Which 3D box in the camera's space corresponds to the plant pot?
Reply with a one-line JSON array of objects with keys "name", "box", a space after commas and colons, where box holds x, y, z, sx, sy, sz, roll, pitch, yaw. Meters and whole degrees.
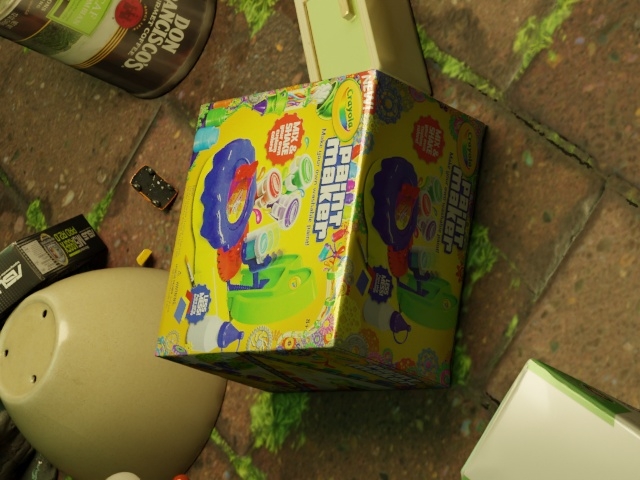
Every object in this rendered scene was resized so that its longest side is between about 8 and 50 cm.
[{"name": "plant pot", "box": [-0.271, 0.150, 2.065, 0.284, 0.191, 0.284, -22, 58, 40]}]

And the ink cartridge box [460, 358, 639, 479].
[{"name": "ink cartridge box", "box": [0.279, 0.218, 1.353, 0.201, 0.278, 0.117, 35, 97, 50]}]

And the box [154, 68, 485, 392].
[{"name": "box", "box": [0.000, 0.000, 1.842, 0.279, 0.177, 0.289, -7, 68, 45]}]

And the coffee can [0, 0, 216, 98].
[{"name": "coffee can", "box": [-0.303, -0.322, 2.245, 0.202, 0.275, 0.201, -23, 57, 41]}]

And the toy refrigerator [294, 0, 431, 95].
[{"name": "toy refrigerator", "box": [0.035, -0.258, 1.981, 0.102, 0.094, 0.269, -36, 49, 33]}]

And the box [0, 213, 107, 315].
[{"name": "box", "box": [-0.399, 0.067, 2.178, 0.216, 0.270, 0.060, -38, 90, 12]}]

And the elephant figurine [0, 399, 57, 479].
[{"name": "elephant figurine", "box": [-0.413, 0.260, 2.218, 0.239, 0.169, 0.186, -38, 75, 10]}]

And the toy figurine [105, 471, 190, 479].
[{"name": "toy figurine", "box": [-0.145, 0.353, 1.841, 0.213, 0.148, 0.209, 4, 76, 37]}]

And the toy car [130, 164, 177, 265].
[{"name": "toy car", "box": [-0.227, -0.031, 2.205, 0.040, 0.060, 0.122, 148, 144, -77]}]
